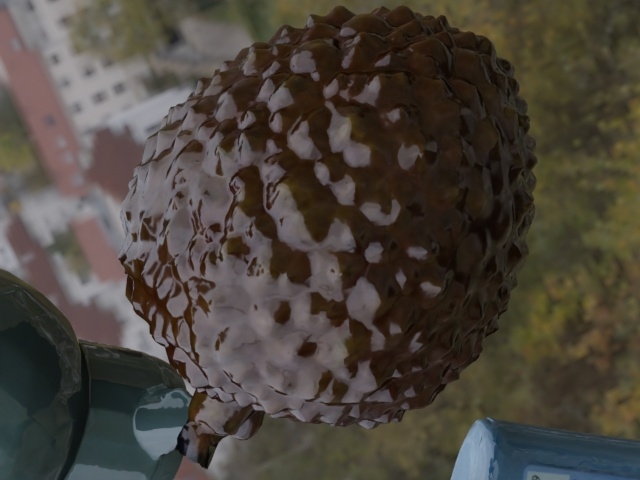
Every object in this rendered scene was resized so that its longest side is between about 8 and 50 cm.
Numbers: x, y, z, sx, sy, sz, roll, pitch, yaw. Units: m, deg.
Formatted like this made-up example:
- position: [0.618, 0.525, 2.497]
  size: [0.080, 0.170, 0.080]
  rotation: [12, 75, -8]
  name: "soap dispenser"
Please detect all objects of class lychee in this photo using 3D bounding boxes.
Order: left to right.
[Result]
- position: [0.000, 0.000, 0.878]
  size: [0.200, 0.238, 0.200]
  rotation: [34, -175, -3]
  name: "lychee"

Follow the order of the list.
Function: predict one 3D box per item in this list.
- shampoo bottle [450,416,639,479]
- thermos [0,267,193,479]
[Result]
- position: [0.203, 0.169, 1.137]
  size: [0.061, 0.258, 0.104]
  rotation: [-133, 54, -68]
  name: "shampoo bottle"
- position: [-0.210, 0.079, 0.943]
  size: [0.182, 0.286, 0.145]
  rotation: [-16, 65, 52]
  name: "thermos"
